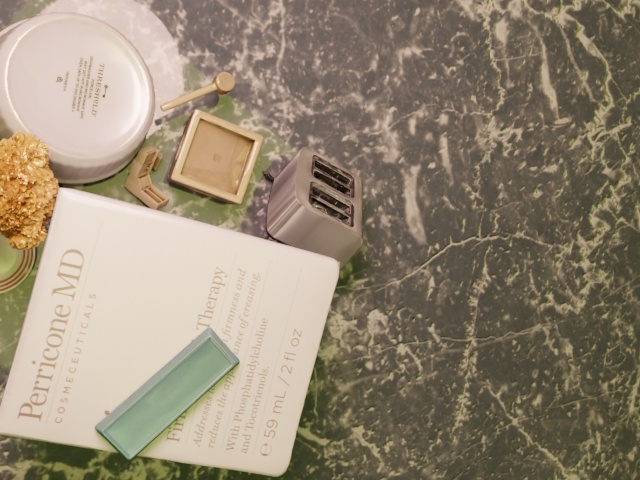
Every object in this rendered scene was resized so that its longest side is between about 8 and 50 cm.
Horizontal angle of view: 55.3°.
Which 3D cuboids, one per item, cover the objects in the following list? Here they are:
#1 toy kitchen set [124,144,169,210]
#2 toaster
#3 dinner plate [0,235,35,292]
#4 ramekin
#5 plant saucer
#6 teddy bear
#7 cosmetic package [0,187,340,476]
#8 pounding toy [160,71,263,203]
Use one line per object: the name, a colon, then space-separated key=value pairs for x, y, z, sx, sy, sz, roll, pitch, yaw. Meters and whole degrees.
toy kitchen set: x=-0.280 y=-0.113 z=1.062 sx=0.075 sy=0.068 sz=0.083 roll=39 pitch=123 yaw=6
toaster: x=-0.010 y=-0.061 z=1.106 sx=0.185 sy=0.110 sz=0.168 roll=27 pitch=40 yaw=-21
dinner plate: x=-0.550 y=0.020 z=1.015 sx=0.141 sy=0.017 sz=0.141 roll=-1 pitch=93 yaw=-19
ramekin: x=-0.387 y=-0.226 z=0.957 sx=0.272 sy=0.127 sz=0.273 roll=0 pitch=90 yaw=-33
plant saucer: x=-0.196 y=0.202 z=0.798 sx=0.192 sy=0.018 sz=0.067 roll=-42 pitch=104 yaw=-13
teddy bear: x=-0.532 y=-0.078 z=0.845 sx=0.338 sy=0.113 sz=0.245 roll=23 pitch=76 yaw=21
cosmetic package: x=-0.234 y=0.129 z=0.963 sx=0.393 sy=0.327 sz=0.329 roll=15 pitch=88 yaw=-17
pounding toy: x=-0.201 y=-0.190 z=1.081 sx=0.181 sy=0.094 sz=0.206 roll=20 pitch=86 yaw=-19
